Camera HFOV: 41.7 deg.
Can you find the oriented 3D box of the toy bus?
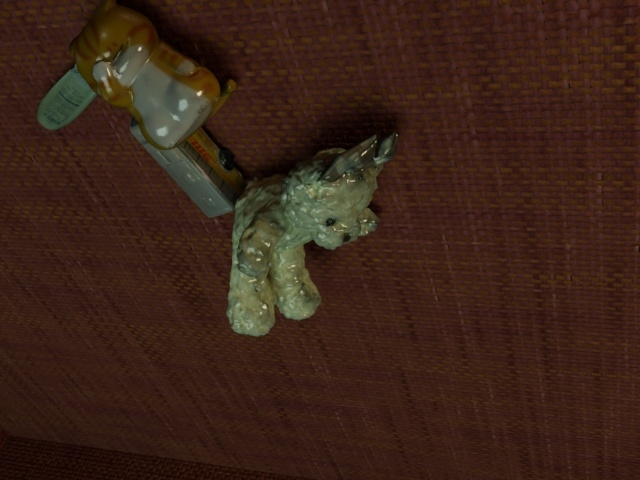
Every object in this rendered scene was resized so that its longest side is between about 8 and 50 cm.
[{"bbox_3d":[-0.251,-0.163,1.601,0.092,0.106,0.268,-15,131,32],"label":"toy bus"}]

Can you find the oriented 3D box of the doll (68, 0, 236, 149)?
[{"bbox_3d":[-0.292,-0.278,1.421,0.269,0.162,0.167,39,106,-18],"label":"doll"}]

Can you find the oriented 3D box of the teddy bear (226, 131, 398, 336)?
[{"bbox_3d":[0.000,0.000,1.542,0.362,0.327,0.375,3,103,45],"label":"teddy bear"}]

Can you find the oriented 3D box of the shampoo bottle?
[{"bbox_3d":[-0.477,-0.275,1.605,0.072,0.049,0.212,42,138,-21],"label":"shampoo bottle"}]
